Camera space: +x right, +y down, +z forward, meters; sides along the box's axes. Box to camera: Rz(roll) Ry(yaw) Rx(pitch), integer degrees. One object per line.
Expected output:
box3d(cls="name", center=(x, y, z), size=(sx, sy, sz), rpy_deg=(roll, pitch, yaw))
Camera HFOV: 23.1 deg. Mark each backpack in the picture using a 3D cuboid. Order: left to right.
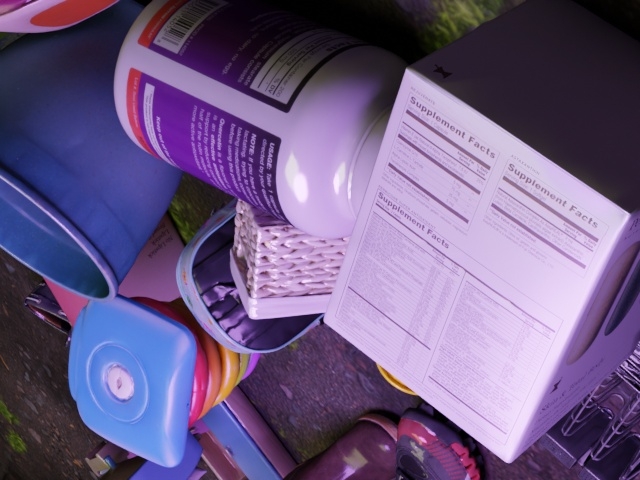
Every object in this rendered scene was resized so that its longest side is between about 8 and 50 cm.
box3d(cls="backpack", center=(-0.059, 0.029, 1.673), size=(0.166, 0.188, 0.144), rpy_deg=(54, 157, -12))

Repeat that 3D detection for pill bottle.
box3d(cls="pill bottle", center=(-0.029, -0.115, 1.453), size=(0.323, 0.181, 0.181), rpy_deg=(28, 146, 35))

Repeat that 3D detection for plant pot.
box3d(cls="plant pot", center=(-0.254, -0.116, 1.670), size=(0.271, 0.255, 0.272), rpy_deg=(32, 160, 13))

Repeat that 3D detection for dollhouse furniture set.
box3d(cls="dollhouse furniture set", center=(-0.219, 0.367, 2.161), size=(0.286, 0.303, 0.198), rpy_deg=(-26, 103, 44))

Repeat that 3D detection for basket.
box3d(cls="basket", center=(0.000, 0.000, 1.541), size=(0.113, 0.167, 0.103), rpy_deg=(-115, 22, -56))

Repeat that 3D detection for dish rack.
box3d(cls="dish rack", center=(0.252, 0.120, 1.471), size=(0.208, 0.074, 0.271), rpy_deg=(40, 150, 14))

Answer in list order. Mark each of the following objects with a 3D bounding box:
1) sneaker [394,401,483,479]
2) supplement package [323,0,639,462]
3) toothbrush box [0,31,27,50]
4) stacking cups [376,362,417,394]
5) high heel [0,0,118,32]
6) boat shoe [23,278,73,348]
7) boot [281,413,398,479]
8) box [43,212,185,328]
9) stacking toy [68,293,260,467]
box3d(cls="sneaker", center=(0.125, 0.312, 1.831), size=(0.097, 0.135, 0.276), rpy_deg=(27, 145, 39))
box3d(cls="supplement package", center=(0.163, -0.014, 1.217), size=(0.198, 0.199, 0.263), rpy_deg=(37, 134, 22))
box3d(cls="toothbrush box", center=(-0.383, -0.162, 1.979), size=(0.283, 0.122, 0.206), rpy_deg=(27, 146, 33))
box3d(cls="stacking cups", center=(0.139, 0.043, 1.530), size=(0.096, 0.096, 0.316), rpy_deg=(43, 148, 11))
box3d(cls="high heel", center=(-0.345, -0.283, 1.557), size=(0.127, 0.377, 0.181), rpy_deg=(11, -119, -80))
box3d(cls="boat shoe", center=(-0.350, 0.149, 2.379), size=(0.233, 0.079, 0.084), rpy_deg=(43, 151, 8))
box3d(cls="boot", center=(0.002, 0.318, 1.937), size=(0.090, 0.207, 0.248), rpy_deg=(49, 153, -2))
box3d(cls="box", center=(-0.237, 0.086, 2.052), size=(0.127, 0.148, 0.232), rpy_deg=(11, 136, 49))
box3d(cls="stacking toy", center=(-0.130, 0.121, 1.808), size=(0.165, 0.302, 0.175), rpy_deg=(22, 115, 32))
